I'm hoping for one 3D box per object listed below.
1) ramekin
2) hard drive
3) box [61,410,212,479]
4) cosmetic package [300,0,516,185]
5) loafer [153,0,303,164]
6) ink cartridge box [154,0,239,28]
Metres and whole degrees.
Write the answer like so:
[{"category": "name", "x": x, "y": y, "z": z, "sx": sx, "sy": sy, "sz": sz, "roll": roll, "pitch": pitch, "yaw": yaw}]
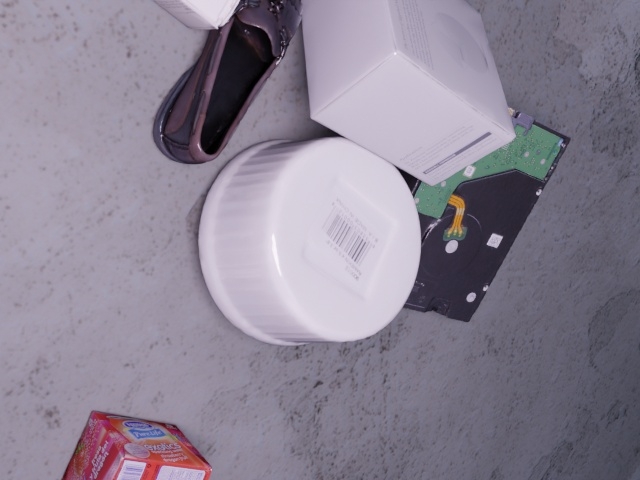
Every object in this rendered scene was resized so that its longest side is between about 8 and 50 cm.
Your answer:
[{"category": "ramekin", "x": 0.000, "y": 0.000, "z": 0.845, "sx": 0.277, "sy": 0.135, "sz": 0.277, "roll": 2, "pitch": 86, "yaw": -39}, {"category": "hard drive", "x": 0.208, "y": -0.048, "z": 1.018, "sx": 0.237, "sy": 0.064, "sz": 0.339, "roll": 14, "pitch": 109, "yaw": -32}, {"category": "box", "x": -0.258, "y": 0.359, "z": 0.822, "sx": 0.128, "sy": 0.123, "sz": 0.256, "roll": 23, "pitch": 90, "yaw": -38}, {"category": "cosmetic package", "x": 0.101, "y": -0.223, "z": 0.825, "sx": 0.225, "sy": 0.138, "sz": 0.224, "roll": 24, "pitch": 49, "yaw": -39}, {"category": "loafer", "x": -0.085, "y": -0.219, "z": 0.782, "sx": 0.109, "sy": 0.095, "sz": 0.302, "roll": 31, "pitch": 86, "yaw": -38}, {"category": "ink cartridge box", "x": -0.164, "y": -0.347, "z": 0.688, "sx": 0.218, "sy": 0.092, "sz": 0.158, "roll": 32, "pitch": 85, "yaw": -36}]
